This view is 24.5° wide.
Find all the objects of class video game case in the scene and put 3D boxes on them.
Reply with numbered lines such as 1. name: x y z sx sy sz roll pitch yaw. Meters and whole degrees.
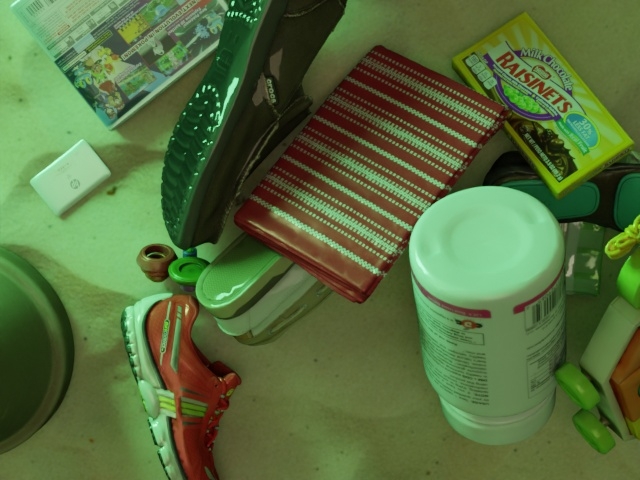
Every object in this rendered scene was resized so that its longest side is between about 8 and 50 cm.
1. video game case: -0.219 -0.256 1.680 0.201 0.023 0.183 -37 101 7

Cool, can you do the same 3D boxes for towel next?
1. towel: 0.256 0.008 1.721 0.152 0.023 0.113 4 99 0
2. towel: 0.054 -0.078 1.622 0.199 0.031 0.275 31 74 29

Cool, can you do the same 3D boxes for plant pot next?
1. plant pot: -0.424 0.144 1.646 0.263 0.229 0.263 0 99 1

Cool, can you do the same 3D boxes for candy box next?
1. candy box: 0.246 -0.153 1.646 0.105 0.027 0.206 -33 69 -7

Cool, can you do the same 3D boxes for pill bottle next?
1. pill bottle: 0.186 0.090 1.603 0.160 0.160 0.283 -9 138 2

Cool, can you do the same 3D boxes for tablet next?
1. tablet: -0.292 -0.073 1.725 0.083 0.006 0.054 -37 96 6

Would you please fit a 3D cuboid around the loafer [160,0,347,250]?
1. loafer: -0.068 -0.145 1.647 0.130 0.134 0.366 18 107 -25

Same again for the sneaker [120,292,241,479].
1. sneaker: -0.144 0.194 1.715 0.118 0.107 0.279 -17 100 -6

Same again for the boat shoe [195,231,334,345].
1. boat shoe: 0.000 0.000 1.686 0.302 0.113 0.103 -37 132 -3

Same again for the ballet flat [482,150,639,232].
1. ballet flat: 0.326 -0.062 1.670 0.280 0.096 0.095 9 127 3

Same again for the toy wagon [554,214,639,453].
1. toy wagon: 0.375 0.091 1.594 0.267 0.344 0.068 -40 55 -6

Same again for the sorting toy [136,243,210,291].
1. sorting toy: -0.166 0.038 1.713 0.102 0.061 0.042 25 129 30
